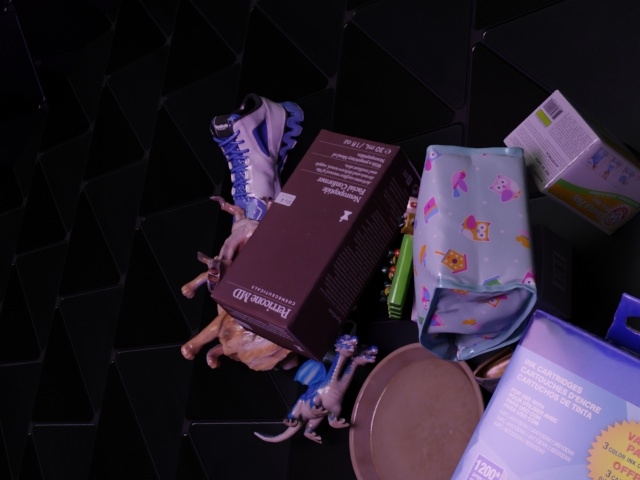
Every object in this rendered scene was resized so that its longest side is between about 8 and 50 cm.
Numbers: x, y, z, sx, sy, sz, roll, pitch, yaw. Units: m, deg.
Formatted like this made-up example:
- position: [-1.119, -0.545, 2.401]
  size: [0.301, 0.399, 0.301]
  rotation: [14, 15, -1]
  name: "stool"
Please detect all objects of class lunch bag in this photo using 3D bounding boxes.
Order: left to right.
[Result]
- position: [0.205, 0.027, 1.230]
  size: [0.160, 0.262, 0.223]
  rotation: [1, 61, 1]
  name: "lunch bag"

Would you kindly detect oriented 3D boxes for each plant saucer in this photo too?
- position: [0.158, 0.303, 1.427]
  size: [0.278, 0.041, 0.278]
  rotation: [-24, 55, 39]
  name: "plant saucer"

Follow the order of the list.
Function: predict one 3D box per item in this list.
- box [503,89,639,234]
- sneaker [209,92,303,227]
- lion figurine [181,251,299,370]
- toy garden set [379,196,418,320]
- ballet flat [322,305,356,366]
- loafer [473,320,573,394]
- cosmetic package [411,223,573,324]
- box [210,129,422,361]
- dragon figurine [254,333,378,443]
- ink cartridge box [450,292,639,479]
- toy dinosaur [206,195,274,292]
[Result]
- position: [0.374, -0.105, 1.253]
  size: [0.103, 0.203, 0.114]
  rotation: [-45, 47, 22]
  name: "box"
- position: [-0.163, -0.179, 1.896]
  size: [0.127, 0.182, 0.316]
  rotation: [0, 72, 49]
  name: "sneaker"
- position: [-0.158, 0.114, 1.792]
  size: [0.240, 0.142, 0.392]
  rotation: [-35, 45, 23]
  name: "lion figurine"
- position: [0.132, 0.017, 1.453]
  size: [0.049, 0.244, 0.204]
  rotation: [14, 80, 8]
  name: "toy garden set"
- position: [0.037, 0.141, 1.630]
  size: [0.070, 0.070, 0.188]
  rotation: [-17, 62, 42]
  name: "ballet flat"
- position: [0.302, 0.173, 1.312]
  size: [0.170, 0.061, 0.062]
  rotation: [-43, 44, 24]
  name: "loafer"
- position: [0.263, 0.067, 1.373]
  size: [0.238, 0.107, 0.127]
  rotation: [-15, 58, 40]
  name: "cosmetic package"
- position: [0.000, 0.000, 1.563]
  size: [0.191, 0.143, 0.381]
  rotation: [18, 69, 38]
  name: "box"
- position: [-0.002, 0.268, 1.563]
  size: [0.289, 0.085, 0.144]
  rotation: [-43, 22, 45]
  name: "dragon figurine"
- position: [0.344, 0.268, 1.112]
  size: [0.270, 0.151, 0.396]
  rotation: [27, 91, 34]
  name: "ink cartridge box"
- position: [-0.106, 0.020, 1.688]
  size: [0.127, 0.295, 0.200]
  rotation: [0, 87, 56]
  name: "toy dinosaur"
